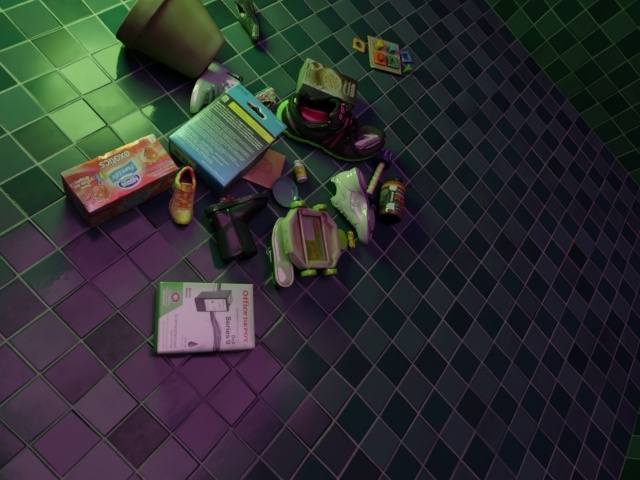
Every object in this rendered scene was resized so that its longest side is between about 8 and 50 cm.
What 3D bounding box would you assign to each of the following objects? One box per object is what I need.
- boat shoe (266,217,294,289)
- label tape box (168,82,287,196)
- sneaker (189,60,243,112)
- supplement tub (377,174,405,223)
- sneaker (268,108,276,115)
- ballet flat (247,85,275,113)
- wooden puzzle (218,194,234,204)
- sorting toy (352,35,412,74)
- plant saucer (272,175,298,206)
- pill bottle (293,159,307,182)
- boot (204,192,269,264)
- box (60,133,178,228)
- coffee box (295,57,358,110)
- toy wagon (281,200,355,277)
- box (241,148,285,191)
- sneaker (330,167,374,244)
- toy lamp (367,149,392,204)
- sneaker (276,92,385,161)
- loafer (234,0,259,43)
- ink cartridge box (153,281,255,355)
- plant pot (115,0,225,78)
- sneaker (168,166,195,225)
[{"bbox_3d":[-0.139,0.047,1.536,0.095,0.079,0.255,1,75,-28],"label":"boat shoe"},{"bbox_3d":[-0.327,-0.364,1.546,0.249,0.115,0.348,42,64,-3],"label":"label tape box"},{"bbox_3d":[-0.381,-0.553,1.614,0.151,0.094,0.256,26,61,-9],"label":"sneaker"},{"bbox_3d":[0.301,-0.176,1.813,0.105,0.106,0.198,19,65,-19],"label":"supplement tub"},{"bbox_3d":[-0.192,-0.486,1.702,0.038,0.069,0.098,-1,73,-27],"label":"sneaker"},{"bbox_3d":[-0.264,-0.524,1.677,0.241,0.091,0.077,-37,113,-27],"label":"ballet flat"},{"bbox_3d":[-0.338,-0.130,1.542,0.049,0.006,0.084,15,66,-21],"label":"wooden puzzle"},{"bbox_3d":[0.320,-0.916,2.115,0.347,0.047,0.196,3,71,-25],"label":"sorting toy"},{"bbox_3d":[-0.137,-0.183,1.636,0.119,0.021,0.120,11,73,-39],"label":"plant saucer"},{"bbox_3d":[-0.082,-0.272,1.695,0.043,0.043,0.084,-10,77,-28],"label":"pill bottle"},{"bbox_3d":[-0.261,-0.041,1.500,0.246,0.094,0.207,-19,86,-35],"label":"boot"},{"bbox_3d":[-0.617,-0.185,1.342,0.299,0.154,0.142,-37,91,-32],"label":"box"},{"bbox_3d":[0.028,-0.654,1.851,0.246,0.098,0.141,16,66,-20],"label":"coffee box"},{"bbox_3d":[0.000,0.000,1.591,0.344,0.068,0.268,3,75,-49],"label":"toy wagon"},{"bbox_3d":[-0.243,-0.289,1.636,0.201,0.021,0.165,21,65,-19],"label":"box"},{"bbox_3d":[0.128,-0.129,1.725,0.114,0.152,0.306,-31,108,-69],"label":"sneaker"},{"bbox_3d":[0.240,-0.274,1.837,0.080,0.080,0.275,33,64,-12],"label":"toy lamp"},{"bbox_3d":[0.066,-0.458,1.740,0.481,0.202,0.186,10,69,-23],"label":"sneaker"},{"bbox_3d":[-0.305,-0.913,1.797,0.078,0.076,0.224,-9,72,-23],"label":"loafer"},{"bbox_3d":[-0.356,0.241,1.336,0.288,0.121,0.211,3,71,-26],"label":"ink cartridge box"},{"bbox_3d":[-0.505,-0.745,1.531,0.280,0.323,0.324,37,59,-29],"label":"plant pot"},{"bbox_3d":[-0.458,-0.154,1.441,0.081,0.094,0.209,5,72,-26],"label":"sneaker"}]
